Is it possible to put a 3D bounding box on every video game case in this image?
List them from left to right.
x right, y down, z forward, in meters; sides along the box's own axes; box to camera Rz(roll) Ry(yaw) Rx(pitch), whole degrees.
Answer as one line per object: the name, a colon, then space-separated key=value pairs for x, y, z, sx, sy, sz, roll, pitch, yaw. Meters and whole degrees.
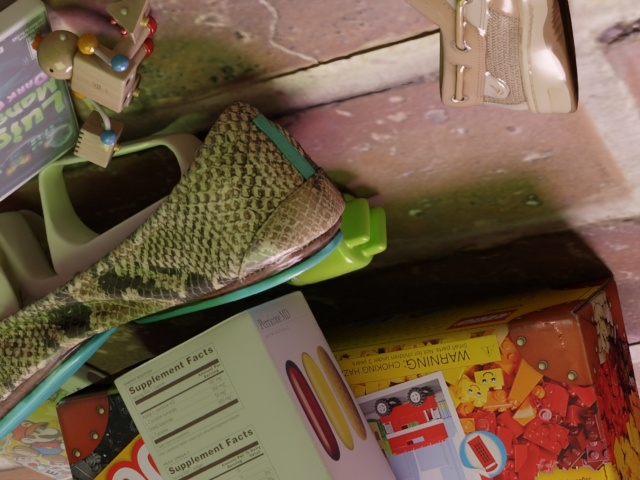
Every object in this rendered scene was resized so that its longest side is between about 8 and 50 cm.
video game case: x=-0.268 y=-0.074 z=1.218 sx=0.022 sy=0.190 sz=0.173 roll=41 pitch=158 yaw=23
video game case: x=-0.289 y=0.195 z=1.778 sx=0.227 sy=0.026 sz=0.206 roll=-23 pitch=139 yaw=37

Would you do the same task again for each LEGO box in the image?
LEGO box: x=0.053 y=0.266 z=1.492 sx=0.500 sy=0.372 sz=0.193 roll=-12 pitch=-177 yaw=22

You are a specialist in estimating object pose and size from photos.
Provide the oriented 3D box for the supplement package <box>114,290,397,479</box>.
supplement package: x=-0.037 y=0.182 z=1.332 sx=0.134 sy=0.244 sz=0.139 roll=-28 pitch=177 yaw=18

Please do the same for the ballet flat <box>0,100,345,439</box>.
ballet flat: x=-0.189 y=0.018 z=1.371 sx=0.483 sy=0.164 sz=0.182 roll=-30 pitch=99 yaw=37

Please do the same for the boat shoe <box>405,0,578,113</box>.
boat shoe: x=0.093 y=-0.181 z=1.029 sx=0.110 sy=0.121 sz=0.341 roll=-5 pitch=149 yaw=13

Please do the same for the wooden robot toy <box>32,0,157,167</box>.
wooden robot toy: x=-0.170 y=-0.132 z=1.195 sx=0.079 sy=0.076 sz=0.173 roll=22 pitch=147 yaw=0

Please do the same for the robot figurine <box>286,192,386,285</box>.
robot figurine: x=0.000 y=0.000 z=1.386 sx=0.115 sy=0.067 sz=0.101 roll=-19 pitch=153 yaw=33
